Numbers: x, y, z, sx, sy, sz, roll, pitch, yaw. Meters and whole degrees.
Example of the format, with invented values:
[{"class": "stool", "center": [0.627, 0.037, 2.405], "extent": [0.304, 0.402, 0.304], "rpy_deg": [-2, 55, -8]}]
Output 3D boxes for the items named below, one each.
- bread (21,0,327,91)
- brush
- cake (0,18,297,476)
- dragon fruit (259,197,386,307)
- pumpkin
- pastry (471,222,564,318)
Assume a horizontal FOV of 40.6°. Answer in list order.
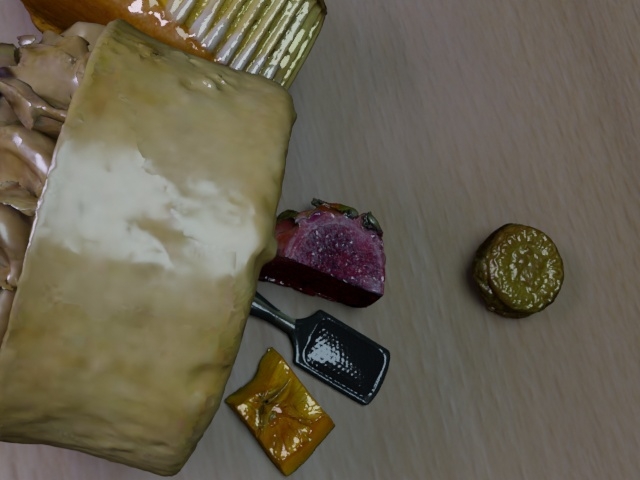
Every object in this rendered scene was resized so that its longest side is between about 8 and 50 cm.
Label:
[{"class": "bread", "center": [-0.150, -0.218, 0.794], "extent": [0.288, 0.204, 0.156], "rpy_deg": [32, 84, -6]}, {"class": "brush", "center": [-0.018, 0.089, 0.838], "extent": [0.193, 0.016, 0.063], "rpy_deg": [31, 65, -10]}, {"class": "cake", "center": [-0.210, -0.016, 0.631], "extent": [0.321, 0.332, 0.333], "rpy_deg": [16, 69, -11]}, {"class": "dragon fruit", "center": [0.000, 0.000, 0.829], "extent": [0.147, 0.102, 0.096], "rpy_deg": [20, 75, -25]}, {"class": "pumpkin", "center": [-0.035, 0.157, 0.803], "extent": [0.101, 0.035, 0.073], "rpy_deg": [48, 62, 1]}, {"class": "pastry", "center": [0.209, 0.032, 0.919], "extent": [0.109, 0.057, 0.097], "rpy_deg": [3, 75, -19]}]
